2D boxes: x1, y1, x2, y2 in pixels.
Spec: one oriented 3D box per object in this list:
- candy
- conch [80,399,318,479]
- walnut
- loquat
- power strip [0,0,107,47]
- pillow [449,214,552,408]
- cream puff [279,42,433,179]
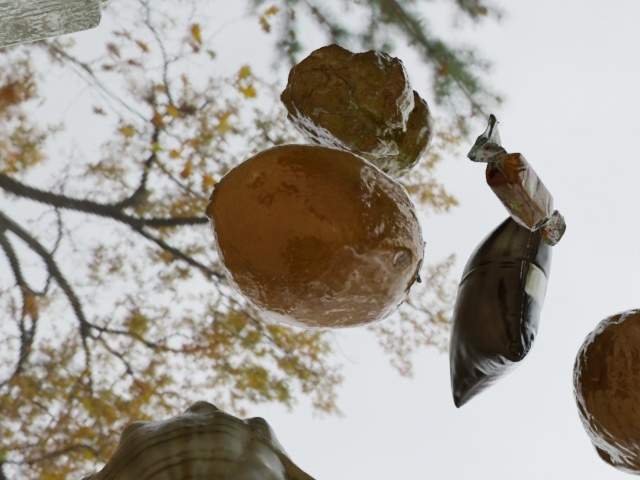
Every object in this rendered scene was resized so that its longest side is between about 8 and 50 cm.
[{"bbox_3d":[0.208,-0.057,1.032,0.046,0.182,0.053,-10,-137,41],"label":"candy"},{"bbox_3d":[-0.051,0.210,0.572,0.203,0.169,0.386,-4,-164,-9],"label":"conch"},{"bbox_3d":[0.419,0.195,1.208,0.228,0.228,0.228,-24,-137,25],"label":"walnut"},{"bbox_3d":[0.000,0.000,0.943,0.176,0.234,0.187,-69,-163,-2],"label":"loquat"},{"bbox_3d":[-0.248,-0.175,0.705,0.192,0.081,0.035,-17,-121,-20],"label":"power strip"},{"bbox_3d":[0.230,0.081,1.250,0.186,0.106,0.250,120,-9,-55],"label":"pillow"},{"bbox_3d":[0.058,-0.195,1.484,0.196,0.244,0.244,-34,-140,13],"label":"cream puff"}]
